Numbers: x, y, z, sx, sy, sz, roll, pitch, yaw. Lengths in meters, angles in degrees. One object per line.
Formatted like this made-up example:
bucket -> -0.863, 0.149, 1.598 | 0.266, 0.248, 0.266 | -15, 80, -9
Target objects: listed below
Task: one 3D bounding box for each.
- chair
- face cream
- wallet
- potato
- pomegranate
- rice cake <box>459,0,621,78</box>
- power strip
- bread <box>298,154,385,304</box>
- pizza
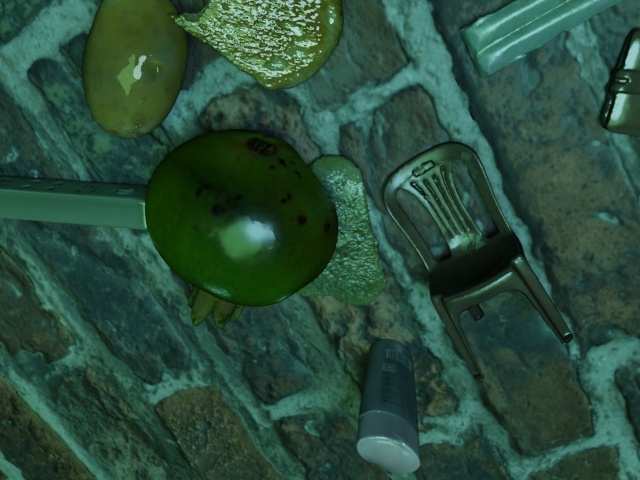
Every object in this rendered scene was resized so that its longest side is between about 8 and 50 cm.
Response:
chair -> 0.239, 0.023, 0.955 | 0.175, 0.183, 0.327 | -30, 108, 18
face cream -> 0.120, 0.278, 1.035 | 0.107, 0.269, 0.073 | 23, 115, -4
wallet -> 0.491, -0.231, 0.885 | 0.117, 0.039, 0.153 | 11, 111, 1
potato -> -0.289, -0.274, 0.929 | 0.150, 0.146, 0.234 | 6, 118, -28
pomegranate -> -0.152, 0.005, 0.949 | 0.309, 0.216, 0.359 | 31, 118, 13
rice cake -> 0.322, -0.329, 0.863 | 0.226, 0.040, 0.085 | -27, 107, 18
power strip -> -0.445, -0.070, 1.059 | 0.384, 0.091, 0.063 | 4, 112, 6
bread -> 0.000, 0.000, 1.050 | 0.207, 0.056, 0.287 | -14, 110, 12
pizza -> -0.097, -0.325, 0.903 | 0.261, 0.034, 0.181 | 9, 116, -12
